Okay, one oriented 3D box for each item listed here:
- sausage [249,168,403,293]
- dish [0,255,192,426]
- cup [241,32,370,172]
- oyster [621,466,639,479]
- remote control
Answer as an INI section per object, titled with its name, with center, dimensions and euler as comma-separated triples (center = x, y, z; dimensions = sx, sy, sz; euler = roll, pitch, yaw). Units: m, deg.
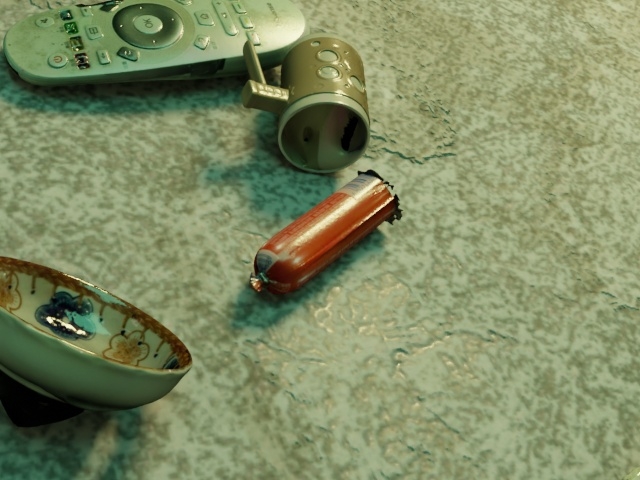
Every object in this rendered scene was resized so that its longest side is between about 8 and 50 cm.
[sausage]
center = 0.000, 0.000, 0.679
dimensions = 0.145, 0.048, 0.050
euler = -37, 108, -39
[dish]
center = -0.154, 0.074, 0.544
dimensions = 0.141, 0.078, 0.141
euler = 26, 5, -3
[cup]
center = -0.012, -0.114, 0.757
dimensions = 0.102, 0.074, 0.099
euler = 0, 47, -1
[oyster]
center = 0.326, 0.156, 0.609
dimensions = 0.267, 0.112, 0.198
euler = -32, 66, -34
[remote control]
center = -0.131, -0.167, 0.779
dimensions = 0.256, 0.045, 0.097
euler = -9, 54, -22
